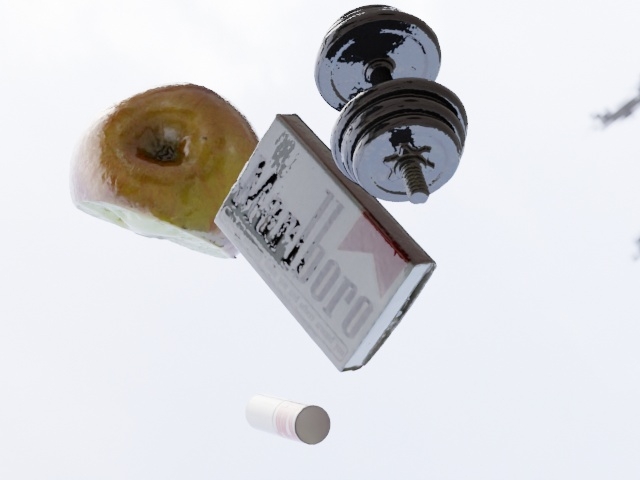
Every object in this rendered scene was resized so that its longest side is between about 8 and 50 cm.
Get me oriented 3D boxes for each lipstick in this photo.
[{"bbox_3d":[-0.033,0.172,1.619,0.038,0.130,0.038,0,-89,-23],"label":"lipstick"}]

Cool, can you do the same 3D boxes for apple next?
[{"bbox_3d":[-0.138,-0.063,1.575,0.195,0.173,0.160,20,-116,12],"label":"apple"}]

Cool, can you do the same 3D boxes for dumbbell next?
[{"bbox_3d":[0.049,-0.100,1.197,0.099,0.099,0.208,22,-145,-30],"label":"dumbbell"}]

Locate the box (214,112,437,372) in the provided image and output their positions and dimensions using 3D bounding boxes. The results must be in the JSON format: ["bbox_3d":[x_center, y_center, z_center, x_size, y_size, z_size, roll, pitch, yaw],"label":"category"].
[{"bbox_3d":[0.000,0.000,1.296,0.036,0.115,0.177,-4,-134,-51],"label":"box"}]
